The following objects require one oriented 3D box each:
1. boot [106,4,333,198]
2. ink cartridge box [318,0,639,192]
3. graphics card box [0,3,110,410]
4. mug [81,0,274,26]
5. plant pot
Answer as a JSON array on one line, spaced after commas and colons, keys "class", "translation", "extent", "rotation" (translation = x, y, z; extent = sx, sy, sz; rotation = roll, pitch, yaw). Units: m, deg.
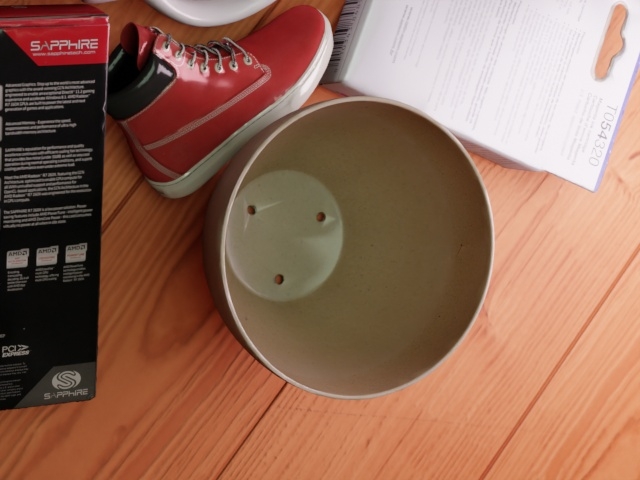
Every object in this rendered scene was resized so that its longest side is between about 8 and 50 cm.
[{"class": "boot", "translation": [-0.101, -0.177, 1.798], "extent": [0.244, 0.088, 0.176], "rotation": [-44, 136, -15]}, {"class": "ink cartridge box", "translation": [0.194, -0.253, 1.971], "extent": [0.330, 0.071, 0.324], "rotation": [23, 82, -26]}, {"class": "graphics card box", "translation": [-0.315, -0.026, 1.689], "extent": [0.233, 0.094, 0.370], "rotation": [-6, 109, -27]}, {"class": "mug", "translation": [-0.122, -0.354, 1.742], "extent": [0.328, 0.276, 0.374], "rotation": [-40, 137, -5]}, {"class": "plant pot", "translation": [0.000, 0.000, 1.825], "extent": [0.284, 0.191, 0.284], "rotation": [-2, 96, -25]}]
